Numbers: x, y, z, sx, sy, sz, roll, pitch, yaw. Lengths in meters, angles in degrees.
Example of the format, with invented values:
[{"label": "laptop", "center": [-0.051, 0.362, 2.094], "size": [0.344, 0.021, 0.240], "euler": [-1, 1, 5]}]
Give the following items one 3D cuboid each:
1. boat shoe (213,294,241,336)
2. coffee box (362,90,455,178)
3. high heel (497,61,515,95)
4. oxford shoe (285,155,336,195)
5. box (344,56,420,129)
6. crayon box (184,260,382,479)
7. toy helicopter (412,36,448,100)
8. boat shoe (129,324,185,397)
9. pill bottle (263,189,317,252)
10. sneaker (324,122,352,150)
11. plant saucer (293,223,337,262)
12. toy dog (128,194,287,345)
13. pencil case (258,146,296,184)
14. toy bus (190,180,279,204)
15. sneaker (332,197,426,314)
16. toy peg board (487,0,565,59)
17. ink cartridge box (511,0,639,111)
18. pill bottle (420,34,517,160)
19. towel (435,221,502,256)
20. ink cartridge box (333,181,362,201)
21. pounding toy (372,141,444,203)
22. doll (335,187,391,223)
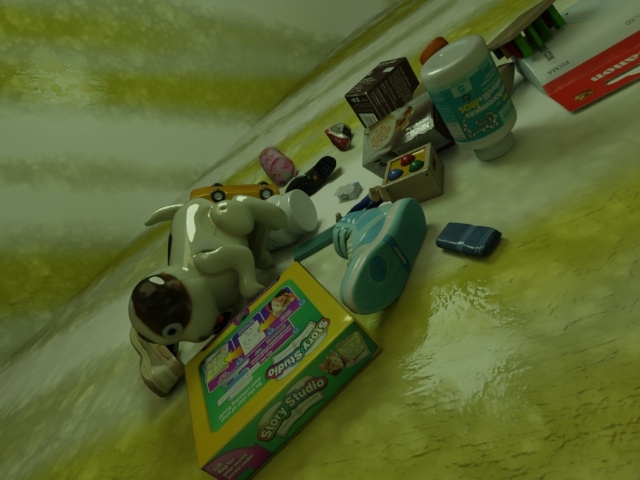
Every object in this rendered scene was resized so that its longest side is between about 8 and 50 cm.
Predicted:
[{"label": "boat shoe", "center": [-0.285, 0.177, 1.227], "size": [0.081, 0.068, 0.227], "euler": [-28, 30, 23]}, {"label": "coffee box", "center": [0.240, -0.291, 1.161], "size": [0.247, 0.098, 0.141], "euler": [-20, 56, 45]}, {"label": "high heel", "center": [0.424, -0.404, 1.176], "size": [0.261, 0.093, 0.186], "euler": [-53, 30, -16]}, {"label": "oxford shoe", "center": [-0.029, -0.220, 1.509], "size": [0.227, 0.082, 0.096], "euler": [-34, 5, 15]}, {"label": "box", "center": [0.234, -0.528, 1.515], "size": [0.203, 0.167, 0.168], "euler": [-44, 27, -8]}, {"label": "crayon box", "center": [-0.101, 0.244, 0.857], "size": [0.363, 0.106, 0.313], "euler": [-43, 29, -5]}, {"label": "toy helicopter", "center": [0.388, -0.469, 1.237], "size": [0.355, 0.140, 0.235], "euler": [-30, -17, -41]}, {"label": "boat shoe", "center": [-0.465, 0.313, 1.213], "size": [0.110, 0.121, 0.341], "euler": [-41, 37, -11]}, {"label": "pill bottle", "center": [-0.159, -0.047, 1.304], "size": [0.283, 0.160, 0.160], "euler": [-21, 33, 31]}, {"label": "sneaker", "center": [0.079, -0.425, 1.645], "size": [0.093, 0.088, 0.225], "euler": [-35, 28, 7]}, {"label": "plant saucer", "center": [0.000, 0.000, 1.189], "size": [0.192, 0.018, 0.067], "euler": [-29, 29, 18]}, {"label": "toy dog", "center": [-0.308, 0.073, 1.050], "size": [0.284, 0.396, 0.407], "euler": [-53, 12, 46]}, {"label": "pencil case", "center": [-0.193, -0.335, 1.828], "size": [0.124, 0.124, 0.284], "euler": [-41, 28, -1]}, {"label": "toy bus", "center": [-0.328, -0.150, 1.601], "size": [0.333, 0.130, 0.108], "euler": [-4, 24, -14]}, {"label": "sneaker", "center": [0.087, 0.038, 0.912], "size": [0.208, 0.127, 0.319], "euler": [-8, 32, 43]}, {"label": "toy peg board", "center": [0.536, -0.539, 1.092], "size": [0.161, 0.079, 0.160], "euler": [-42, 11, 1]}, {"label": "ink cartridge box", "center": [0.663, -0.482, 0.994], "size": [0.308, 0.091, 0.385], "euler": [-28, 28, 23]}, {"label": "pill bottle", "center": [0.348, -0.310, 0.943], "size": [0.146, 0.264, 0.146], "euler": [-31, 29, 20]}, {"label": "towel", "center": [0.288, -0.001, 0.816], "size": [0.067, 0.029, 0.119], "euler": [-48, 29, -14]}, {"label": "ink cartridge box", "center": [0.085, -0.150, 1.293], "size": [0.083, 0.028, 0.048], "euler": [-8, 41, 46]}, {"label": "pounding toy", "center": [0.211, -0.173, 1.098], "size": [0.206, 0.094, 0.181], "euler": [-20, 34, 33]}, {"label": "doll", "center": [0.093, -0.062, 1.065], "size": [0.189, 0.129, 0.046], "euler": [-49, 54, 44]}]
